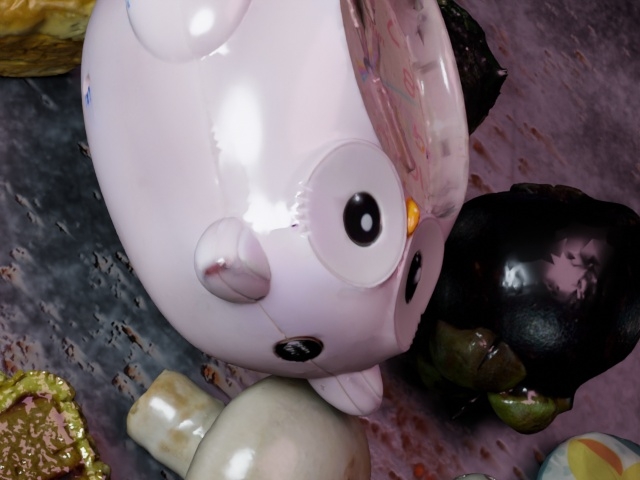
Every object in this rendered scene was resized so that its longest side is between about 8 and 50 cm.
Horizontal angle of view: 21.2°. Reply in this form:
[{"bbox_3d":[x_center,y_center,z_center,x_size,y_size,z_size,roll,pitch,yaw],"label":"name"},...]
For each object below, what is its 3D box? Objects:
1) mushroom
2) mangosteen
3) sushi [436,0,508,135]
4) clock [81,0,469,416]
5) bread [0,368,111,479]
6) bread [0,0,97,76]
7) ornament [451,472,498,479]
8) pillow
[{"bbox_3d":[-0.063,0.200,1.388,0.209,0.206,0.206,12,63,-3],"label":"mushroom"},{"bbox_3d":[0.193,0.061,1.578,0.243,0.243,0.243,13,65,-28],"label":"mangosteen"},{"bbox_3d":[0.076,-0.189,1.661,0.225,0.124,0.127,42,56,-9],"label":"sushi"},{"bbox_3d":[-0.040,-0.072,1.348,0.368,0.250,0.377,48,34,-50],"label":"clock"},{"bbox_3d":[-0.269,0.206,1.298,0.222,0.096,0.181,-26,86,-35],"label":"bread"},{"bbox_3d":[-0.305,-0.213,1.400,0.294,0.167,0.132,-4,73,-33],"label":"bread"},{"bbox_3d":[0.135,0.287,1.541,0.081,0.075,0.156,31,55,-30],"label":"ornament"},{"bbox_3d":[0.287,0.296,1.636,0.214,0.086,0.233,-13,75,-46],"label":"pillow"}]
